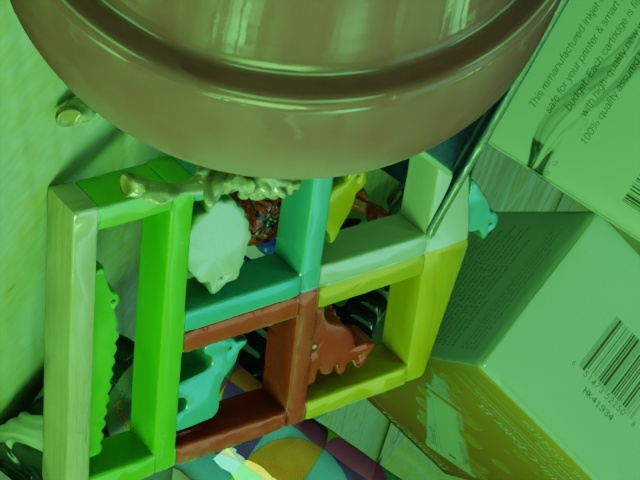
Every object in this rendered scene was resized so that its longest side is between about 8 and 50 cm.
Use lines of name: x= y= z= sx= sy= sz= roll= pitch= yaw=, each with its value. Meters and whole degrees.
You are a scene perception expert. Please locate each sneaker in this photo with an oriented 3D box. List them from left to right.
sneaker: x=-0.127 y=0.139 z=1.105 sx=0.108 sy=0.100 sz=0.271 roll=-57 pitch=169 yaw=-18
sneaker: x=-0.024 y=0.110 z=1.428 sx=0.281 sy=0.106 sz=0.162 roll=-43 pitch=166 yaw=-49

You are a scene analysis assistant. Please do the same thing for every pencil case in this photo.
pencil case: x=-0.026 y=0.164 z=1.238 sx=0.104 sy=0.236 sz=0.104 roll=-50 pitch=-172 yaw=10

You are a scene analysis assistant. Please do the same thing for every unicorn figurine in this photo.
unicorn figurine: x=-0.061 y=-0.067 z=0.808 sx=0.111 sy=0.162 sz=0.060 roll=-10 pitch=146 yaw=-36

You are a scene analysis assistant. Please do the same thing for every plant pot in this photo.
plant pot: x=-0.003 y=-0.147 z=0.527 sx=0.201 sy=0.201 sz=0.180 roll=-50 pitch=170 yaw=-25

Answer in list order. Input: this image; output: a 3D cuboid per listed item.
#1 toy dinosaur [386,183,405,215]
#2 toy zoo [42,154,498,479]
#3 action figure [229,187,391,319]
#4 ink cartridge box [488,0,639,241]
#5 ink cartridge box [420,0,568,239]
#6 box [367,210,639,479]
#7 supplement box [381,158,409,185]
toy dinosaur: x=0.095 y=-0.047 z=1.631 sx=0.082 sy=0.047 sz=0.090 roll=-41 pitch=-170 yaw=38
toy zoo: x=-0.016 y=0.023 z=0.973 sx=0.293 sy=0.030 sz=0.192 roll=-16 pitch=130 yaw=-32
action figure: x=0.000 y=0.000 z=1.148 sx=0.091 sy=0.139 sz=0.280 roll=-58 pitch=166 yaw=6
ink cartridge box: x=0.257 y=-0.132 z=1.374 sx=0.223 sy=0.307 sz=0.129 roll=-58 pitch=170 yaw=12
ink cartridge box: x=0.116 y=-0.187 z=0.730 sx=0.304 sy=0.072 sz=0.307 roll=-62 pitch=175 yaw=26
box: x=0.172 y=0.103 z=1.554 sx=0.168 sy=0.215 sz=0.345 roll=-50 pitch=-162 yaw=-15
supplement box: x=0.073 y=-0.093 z=1.291 sx=0.083 sy=0.083 sz=0.056 roll=-49 pitch=167 yaw=-26
